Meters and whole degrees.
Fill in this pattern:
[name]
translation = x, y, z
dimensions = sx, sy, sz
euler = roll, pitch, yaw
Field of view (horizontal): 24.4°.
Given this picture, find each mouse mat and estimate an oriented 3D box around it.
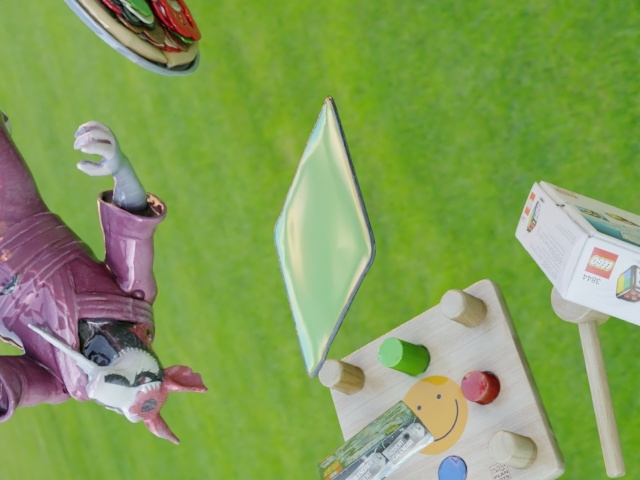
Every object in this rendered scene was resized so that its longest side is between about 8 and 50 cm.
[mouse mat]
translation = 0.000, 0.000, 1.156
dimensions = 0.189, 0.007, 0.152
euler = 112, 149, -51

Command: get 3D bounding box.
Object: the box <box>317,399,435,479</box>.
[box]
translation = 0.043, 0.174, 1.216
dimensions = 0.027, 0.094, 0.137
euler = 52, 177, 0

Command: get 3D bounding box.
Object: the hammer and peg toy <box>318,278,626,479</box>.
[hammer and peg toy]
translation = 0.181, 0.186, 1.707
dimensions = 0.361, 0.127, 0.265
euler = -31, 58, 25

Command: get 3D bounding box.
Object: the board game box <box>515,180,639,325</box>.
[board game box]
translation = 0.304, 0.045, 1.079
dimensions = 0.193, 0.305, 0.053
euler = -98, 28, -77

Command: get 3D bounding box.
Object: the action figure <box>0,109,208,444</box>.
[action figure]
translation = -0.241, 0.033, 1.141
dimensions = 0.370, 0.248, 0.275
euler = 42, 167, 9

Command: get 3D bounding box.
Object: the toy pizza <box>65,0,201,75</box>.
[toy pizza]
translation = -0.168, -0.223, 1.253
dimensions = 0.032, 0.201, 0.201
euler = -39, 63, 20
